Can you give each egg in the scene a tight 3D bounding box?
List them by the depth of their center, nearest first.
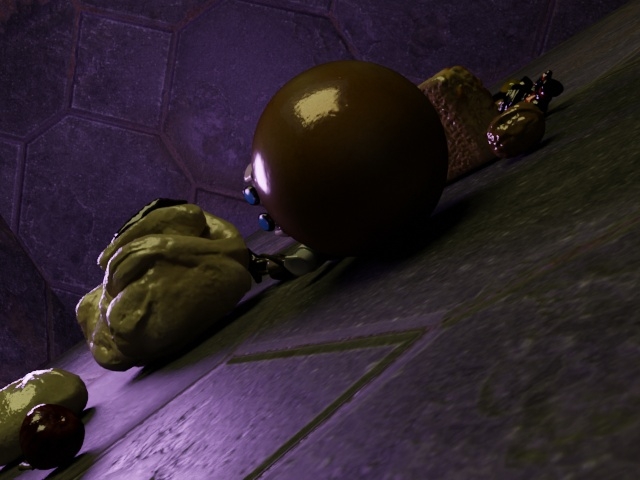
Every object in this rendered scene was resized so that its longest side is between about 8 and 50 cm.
[{"bbox_3d":[0.042,-0.117,1.139,0.283,0.282,0.351,-33,9,-3],"label":"egg"}]

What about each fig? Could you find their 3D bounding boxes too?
[{"bbox_3d":[-0.382,0.290,1.102,0.125,0.089,0.089,-60,-7,25],"label":"fig"}]

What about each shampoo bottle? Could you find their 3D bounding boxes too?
[{"bbox_3d":[0.011,0.003,1.348,0.074,0.074,0.192,-28,8,38],"label":"shampoo bottle"}]

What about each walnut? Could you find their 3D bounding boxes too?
[{"bbox_3d":[0.304,-0.170,1.222,0.096,0.082,0.079,-35,35,35],"label":"walnut"}]

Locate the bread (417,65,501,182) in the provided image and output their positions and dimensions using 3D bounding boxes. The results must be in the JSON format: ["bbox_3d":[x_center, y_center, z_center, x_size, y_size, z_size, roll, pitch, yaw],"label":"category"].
[{"bbox_3d":[0.191,-0.185,1.433,0.275,0.184,0.114,-28,11,48],"label":"bread"}]

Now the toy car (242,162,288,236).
[{"bbox_3d":[-0.073,-0.142,2.185,0.204,0.247,0.198,-36,11,-34],"label":"toy car"}]

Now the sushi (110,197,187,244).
[{"bbox_3d":[-0.402,0.052,2.062,0.281,0.299,0.294,-18,0,-13],"label":"sushi"}]

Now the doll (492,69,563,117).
[{"bbox_3d":[0.390,-0.270,1.550,0.127,0.088,0.248,-32,9,2],"label":"doll"}]

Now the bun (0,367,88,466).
[{"bbox_3d":[-0.533,0.307,1.444,0.222,0.127,0.222,-34,8,5],"label":"bun"}]

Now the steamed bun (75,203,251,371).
[{"bbox_3d":[-0.313,0.085,1.528,0.372,0.230,0.324,-20,30,51],"label":"steamed bun"}]

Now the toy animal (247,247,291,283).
[{"bbox_3d":[-0.081,0.046,1.527,0.105,0.070,0.202,1,-5,-19],"label":"toy animal"}]
